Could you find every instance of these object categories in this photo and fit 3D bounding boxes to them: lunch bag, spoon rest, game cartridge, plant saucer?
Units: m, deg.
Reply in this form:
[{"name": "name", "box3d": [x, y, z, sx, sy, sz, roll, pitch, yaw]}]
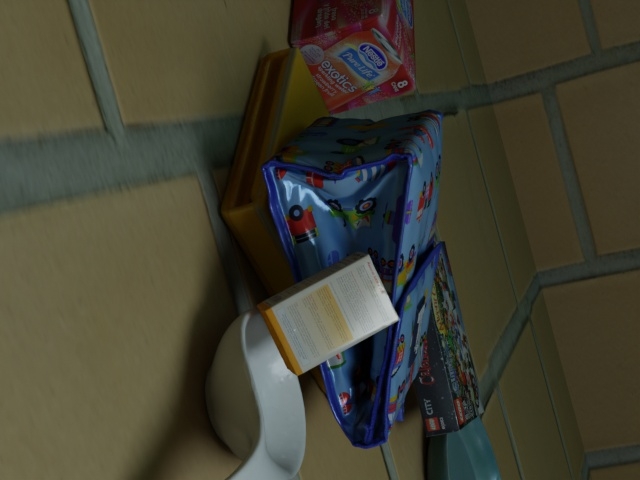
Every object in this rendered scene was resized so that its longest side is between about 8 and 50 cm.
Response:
[{"name": "lunch bag", "box3d": [0.048, 0.041, 1.011, 0.221, 0.138, 0.293, -53, 139, -69]}, {"name": "spoon rest", "box3d": [-0.056, 0.148, 0.801, 0.276, 0.084, 0.137, -57, 130, -64]}, {"name": "game cartridge", "box3d": [0.000, 0.000, 1.134, 0.285, 0.052, 0.324, -81, 153, -50]}, {"name": "plant saucer", "box3d": [0.205, 0.374, 1.449, 0.317, 0.043, 0.318, -15, 90, -71]}]

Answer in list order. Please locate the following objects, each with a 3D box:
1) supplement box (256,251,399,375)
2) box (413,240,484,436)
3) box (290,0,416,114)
[{"name": "supplement box", "box3d": [0.006, 0.059, 0.866, 0.062, 0.098, 0.036, 65, -12, -10]}, {"name": "box", "box3d": [0.146, 0.117, 1.332, 0.159, 0.044, 0.233, 1, 76, -71]}, {"name": "box", "box3d": [0.046, -0.302, 1.358, 0.128, 0.122, 0.257, 59, 25, -43]}]
